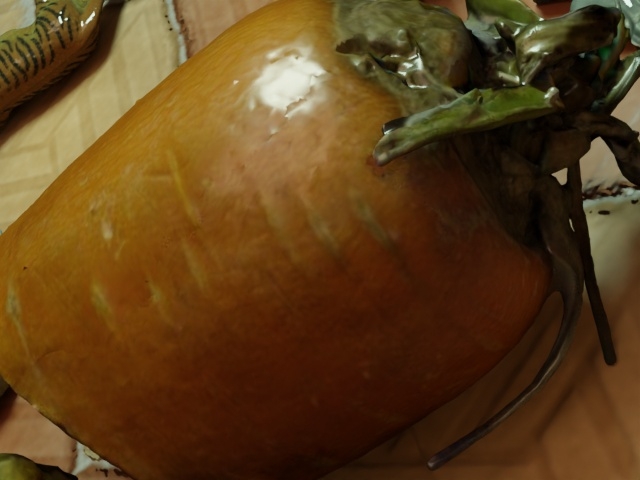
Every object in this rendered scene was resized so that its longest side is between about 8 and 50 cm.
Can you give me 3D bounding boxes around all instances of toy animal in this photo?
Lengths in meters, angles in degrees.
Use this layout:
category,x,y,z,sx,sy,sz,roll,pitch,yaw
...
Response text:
category,x,y,z,sx,sy,sz,roll,pitch,yaw
toy animal,-0.227,-0.147,0.959,0.241,0.057,0.099,-32,52,16

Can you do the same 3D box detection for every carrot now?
category,x,y,z,sx,sy,sz,roll,pitch,yaw
carrot,0.000,0.000,0.554,0.331,0.193,0.214,-39,54,17

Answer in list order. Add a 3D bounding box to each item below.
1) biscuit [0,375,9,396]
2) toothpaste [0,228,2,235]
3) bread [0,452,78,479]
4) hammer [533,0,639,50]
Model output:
category,x,y,z,sx,sy,sz,roll,pitch,yaw
biscuit,-0.284,0.136,0.812,0.154,0.045,0.299,12,70,45
toothpaste,-0.277,0.043,0.887,0.140,0.021,0.037,-35,52,13
bread,-0.139,0.225,0.530,0.133,0.174,0.251,14,72,47
hammer,0.071,-0.056,0.664,0.246,0.029,0.103,-42,44,10
